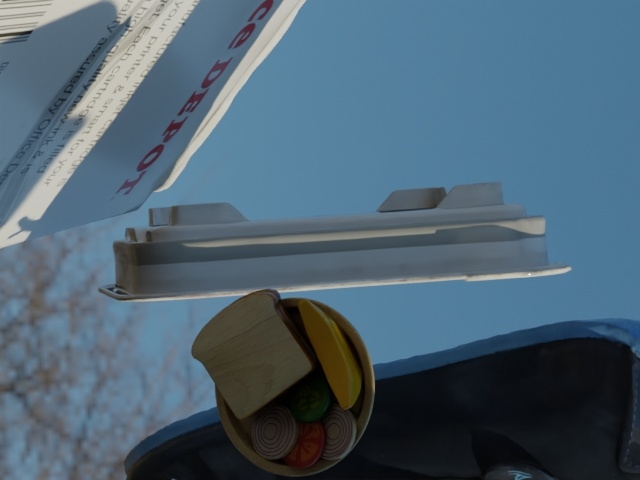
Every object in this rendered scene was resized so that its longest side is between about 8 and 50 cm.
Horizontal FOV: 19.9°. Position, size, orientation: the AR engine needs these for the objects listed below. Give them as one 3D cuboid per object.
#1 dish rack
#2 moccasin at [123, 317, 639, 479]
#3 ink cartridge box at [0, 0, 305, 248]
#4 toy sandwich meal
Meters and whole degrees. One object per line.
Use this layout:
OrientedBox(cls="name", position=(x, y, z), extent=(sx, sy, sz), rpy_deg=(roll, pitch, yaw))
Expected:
OrientedBox(cls="dish rack", position=(0.000, 0.000, 1.395), extent=(0.285, 0.333, 0.072), rpy_deg=(-174, -101, -79))
OrientedBox(cls="moccasin", position=(0.024, 0.126, 0.893), extent=(0.342, 0.137, 0.117), rpy_deg=(-21, -108, 43))
OrientedBox(cls="ink cartridge box", position=(-0.170, -0.131, 0.845), extent=(0.166, 0.395, 0.285), rpy_deg=(47, -62, 13))
OrientedBox(cls="toy sandwich meal", position=(-0.016, 0.060, 0.781), extent=(0.085, 0.029, 0.085), rpy_deg=(-2, -95, 26))
